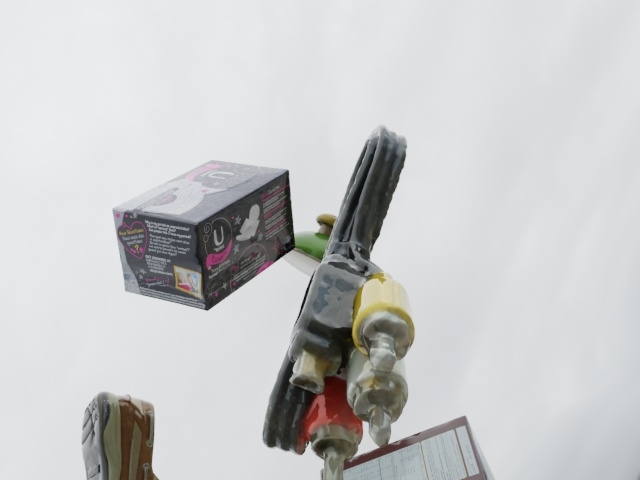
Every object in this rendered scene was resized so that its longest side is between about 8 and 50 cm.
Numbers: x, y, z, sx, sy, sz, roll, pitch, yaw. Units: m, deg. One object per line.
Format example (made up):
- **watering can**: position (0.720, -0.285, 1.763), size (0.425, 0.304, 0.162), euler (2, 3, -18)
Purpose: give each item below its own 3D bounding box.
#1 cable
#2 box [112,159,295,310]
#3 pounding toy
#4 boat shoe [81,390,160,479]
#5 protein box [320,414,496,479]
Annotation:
- **cable**: position (0.028, 0.034, 0.518), size (0.287, 0.072, 0.139), euler (-68, 0, -57)
- **box**: position (-0.170, -0.020, 1.205), size (0.247, 0.163, 0.142), euler (-36, -50, -53)
- **pounding toy**: position (0.000, 0.000, 1.410), size (0.110, 0.237, 0.183), euler (-61, -12, -12)
- **boat shoe**: position (-0.297, 0.393, 1.222), size (0.120, 0.122, 0.324), euler (9, -115, -33)
- **protein box**: position (0.129, 0.360, 0.964), size (0.136, 0.201, 0.200), euler (-91, -23, -67)
